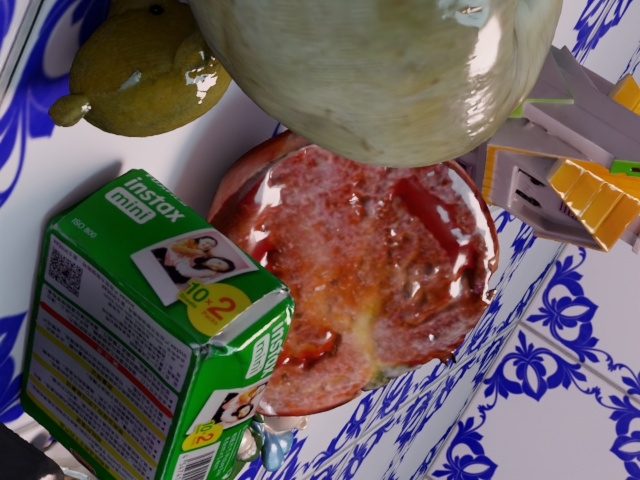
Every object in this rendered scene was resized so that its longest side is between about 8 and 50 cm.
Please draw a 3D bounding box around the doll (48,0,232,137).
[{"bbox_3d":[-0.099,-0.130,0.909,0.137,0.097,0.209,-28,-170,18],"label":"doll"}]

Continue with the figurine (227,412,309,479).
[{"bbox_3d":[-0.076,0.164,1.478,0.234,0.127,0.185,-37,150,-23],"label":"figurine"}]

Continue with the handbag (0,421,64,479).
[{"bbox_3d":[-0.262,0.185,0.844,0.181,0.181,0.254,-46,159,-27],"label":"handbag"}]

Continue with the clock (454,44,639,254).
[{"bbox_3d":[0.267,-0.116,1.546,0.166,0.309,0.235,-50,163,-16],"label":"clock"}]

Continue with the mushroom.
[{"bbox_3d":[0.054,-0.213,0.763,0.352,0.260,0.352,-3,90,-72],"label":"mushroom"}]

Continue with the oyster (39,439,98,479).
[{"bbox_3d":[-0.273,0.297,1.186,0.271,0.100,0.275,-53,151,-17],"label":"oyster"}]

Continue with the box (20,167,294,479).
[{"bbox_3d":[-0.130,0.086,1.039,0.103,0.180,0.250,-35,155,-42],"label":"box"}]

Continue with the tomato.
[{"bbox_3d":[0.001,0.000,1.228,0.309,0.309,0.170,-64,-155,25],"label":"tomato"}]
